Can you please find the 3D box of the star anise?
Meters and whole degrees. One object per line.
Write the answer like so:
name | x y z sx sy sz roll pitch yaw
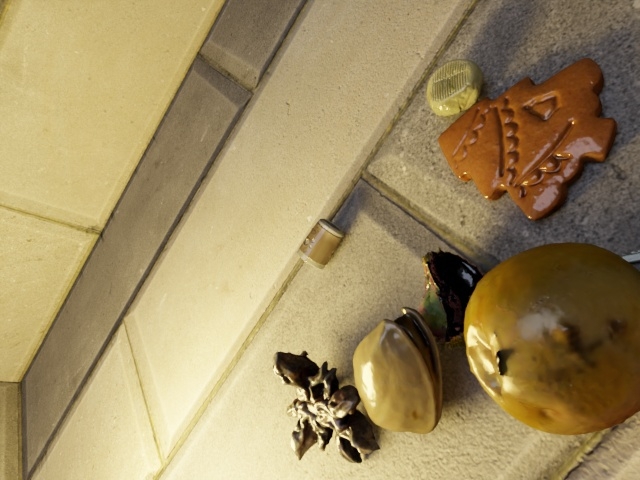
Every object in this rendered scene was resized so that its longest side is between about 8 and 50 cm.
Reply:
star anise | 0.000 0.310 0.834 0.283 0.129 0.212 30 130 37

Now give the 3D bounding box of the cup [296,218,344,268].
cup | 0.006 0.005 1.027 0.074 0.102 0.099 36 101 8

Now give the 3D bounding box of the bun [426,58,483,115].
bun | 0.268 -0.299 0.874 0.115 0.069 0.115 -18 62 38

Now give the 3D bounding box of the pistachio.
pistachio | 0.129 0.215 0.712 0.153 0.138 0.237 14 124 43

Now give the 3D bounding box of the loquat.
loquat | 0.308 0.116 0.560 0.244 0.244 0.243 -20 60 39

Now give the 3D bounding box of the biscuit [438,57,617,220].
biscuit | 0.336 -0.177 0.773 0.307 0.043 0.283 13 83 47

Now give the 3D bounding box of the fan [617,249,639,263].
fan | 0.496 -0.019 0.569 0.295 0.012 0.223 19 87 47

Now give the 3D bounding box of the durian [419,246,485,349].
durian | 0.227 0.112 0.747 0.108 0.119 0.186 99 169 -47
